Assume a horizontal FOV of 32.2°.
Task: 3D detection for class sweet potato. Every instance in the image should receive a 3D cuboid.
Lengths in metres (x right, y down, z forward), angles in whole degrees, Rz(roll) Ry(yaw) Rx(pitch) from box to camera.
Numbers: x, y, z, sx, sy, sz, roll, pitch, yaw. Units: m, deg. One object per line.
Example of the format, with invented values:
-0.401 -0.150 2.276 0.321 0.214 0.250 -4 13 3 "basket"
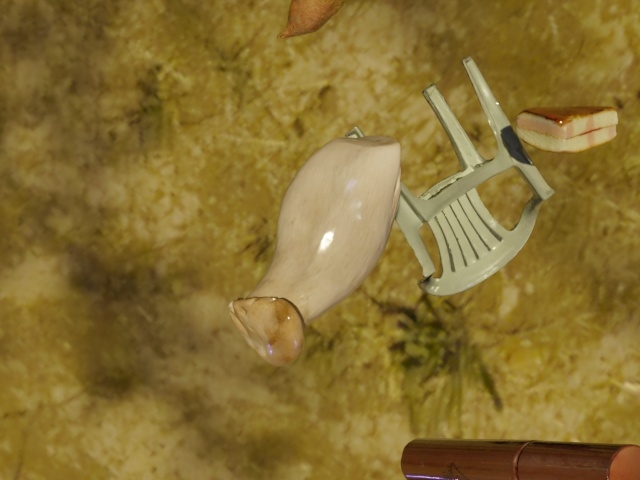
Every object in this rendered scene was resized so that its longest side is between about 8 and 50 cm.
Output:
0.019 -0.335 1.361 0.068 0.068 0.226 32 105 13 "sweet potato"

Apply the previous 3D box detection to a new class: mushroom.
-0.001 -0.001 0.889 0.097 0.212 0.088 20 161 30 "mushroom"

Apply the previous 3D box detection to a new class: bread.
0.259 -0.117 1.180 0.109 0.062 0.043 1 112 17 "bread"

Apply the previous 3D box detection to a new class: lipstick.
0.181 0.218 1.064 0.057 0.057 0.357 52 155 -9 "lipstick"

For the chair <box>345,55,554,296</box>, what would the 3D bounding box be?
0.173 -0.067 1.466 0.274 0.203 0.190 59 173 -1 "chair"
